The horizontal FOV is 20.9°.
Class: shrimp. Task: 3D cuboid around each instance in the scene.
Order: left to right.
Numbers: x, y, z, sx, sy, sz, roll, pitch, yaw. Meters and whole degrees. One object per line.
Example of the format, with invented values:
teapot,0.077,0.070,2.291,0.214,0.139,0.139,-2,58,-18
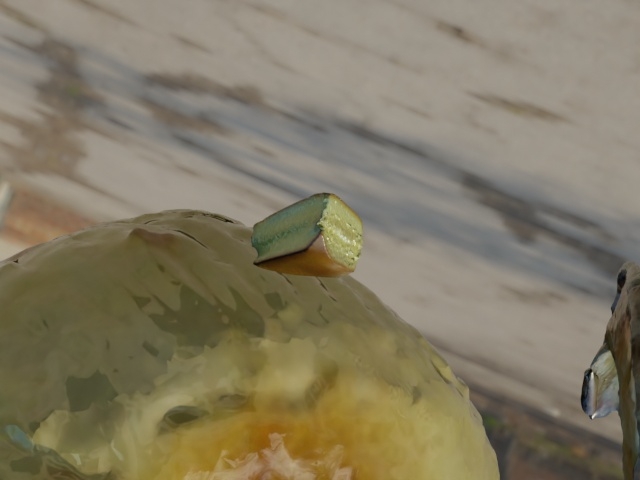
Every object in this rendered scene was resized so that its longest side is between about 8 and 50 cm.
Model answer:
shrimp,0.098,0.100,0.546,0.035,0.195,0.148,-1,-164,1

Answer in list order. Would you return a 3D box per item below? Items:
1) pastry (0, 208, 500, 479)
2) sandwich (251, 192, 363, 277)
pastry,-0.091,0.171,0.995,0.388,0.389,0.312,26,176,-33
sandwich,0.000,0.000,0.833,0.044,0.031,0.083,14,168,-21
